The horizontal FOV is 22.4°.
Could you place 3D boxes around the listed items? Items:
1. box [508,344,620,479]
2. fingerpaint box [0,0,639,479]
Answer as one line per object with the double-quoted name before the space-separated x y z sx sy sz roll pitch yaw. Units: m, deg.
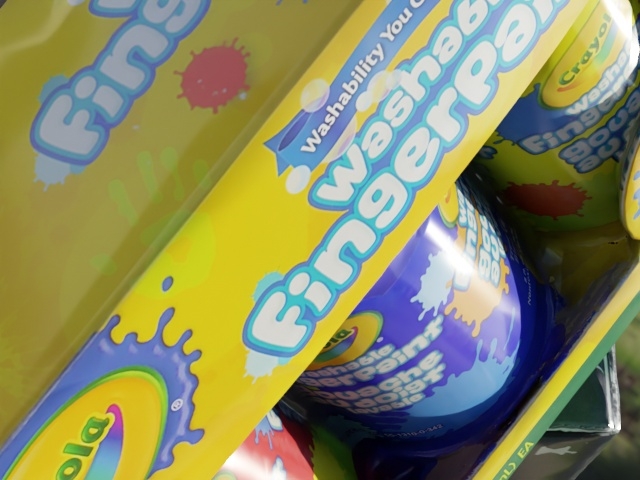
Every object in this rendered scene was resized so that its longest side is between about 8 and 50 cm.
"box" 0.024 -0.002 1.293 0.297 0.472 0.480 0 -24 -7
"fingerpaint box" 0.000 0.000 0.776 0.163 0.445 0.371 36 -4 35
